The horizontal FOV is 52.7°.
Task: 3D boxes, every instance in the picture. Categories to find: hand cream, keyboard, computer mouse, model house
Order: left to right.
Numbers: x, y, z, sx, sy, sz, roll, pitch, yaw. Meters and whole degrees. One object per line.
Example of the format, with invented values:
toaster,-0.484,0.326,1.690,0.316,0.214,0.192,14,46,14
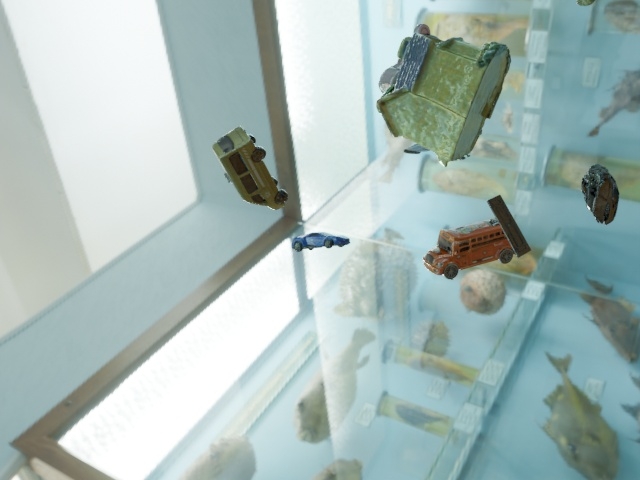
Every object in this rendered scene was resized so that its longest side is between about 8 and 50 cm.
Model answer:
model house,0.317,-0.395,1.708,0.261,0.266,0.321,-29,-40,-61
hand cream,0.377,-0.305,1.989,0.088,0.256,0.055,-7,-97,-45
keyboard,0.597,-0.047,2.049,0.061,0.013,0.204,-24,-98,-26
computer mouse,1.007,-0.171,2.305,0.146,0.077,0.242,11,-110,-19

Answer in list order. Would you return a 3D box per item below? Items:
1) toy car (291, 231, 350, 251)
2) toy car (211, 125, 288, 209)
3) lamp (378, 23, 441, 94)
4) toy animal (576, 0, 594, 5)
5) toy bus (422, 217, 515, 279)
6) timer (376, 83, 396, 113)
toy car,0.000,0.000,2.208,0.103,0.216,0.063,-4,-92,-59
toy car,-0.188,-0.175,1.738,0.124,0.101,0.257,-31,-47,-5
lamp,0.367,-0.686,2.590,0.301,0.247,0.247,-48,-60,-8
toy animal,0.535,-0.626,1.469,0.103,0.218,0.101,90,-161,-65
toy bus,0.525,0.021,2.281,0.329,0.143,0.153,-14,-67,-12
timer,0.239,-0.428,1.943,0.140,0.128,0.047,-57,-50,-36
